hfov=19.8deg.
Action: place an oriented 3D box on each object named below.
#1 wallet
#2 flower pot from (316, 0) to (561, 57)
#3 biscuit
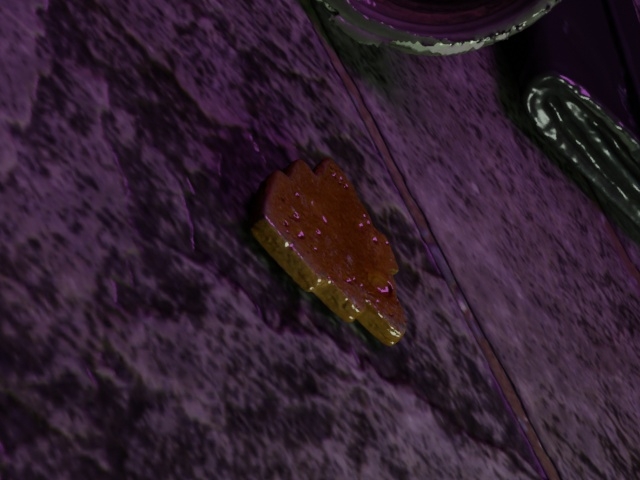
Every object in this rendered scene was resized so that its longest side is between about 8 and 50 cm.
[{"bbox_3d":[0.227,-0.185,1.593,0.228,0.062,0.406,39,29,-30],"label":"wallet"},{"bbox_3d":[0.078,-0.239,1.248,0.235,0.235,0.140,55,2,-2],"label":"flower pot"},{"bbox_3d":[0.000,0.000,1.006,0.130,0.019,0.119,19,43,-53],"label":"biscuit"}]
